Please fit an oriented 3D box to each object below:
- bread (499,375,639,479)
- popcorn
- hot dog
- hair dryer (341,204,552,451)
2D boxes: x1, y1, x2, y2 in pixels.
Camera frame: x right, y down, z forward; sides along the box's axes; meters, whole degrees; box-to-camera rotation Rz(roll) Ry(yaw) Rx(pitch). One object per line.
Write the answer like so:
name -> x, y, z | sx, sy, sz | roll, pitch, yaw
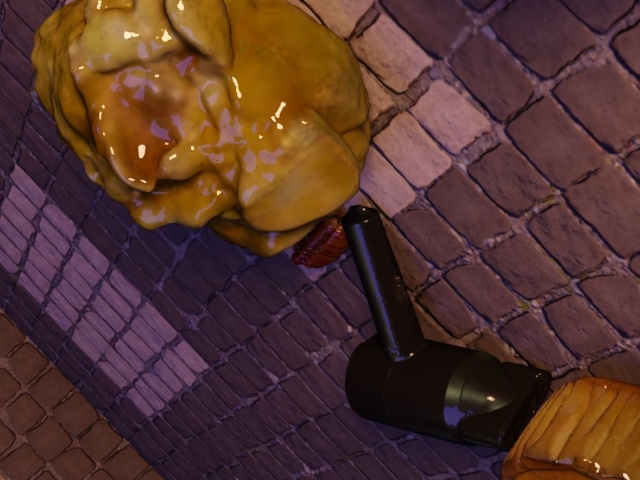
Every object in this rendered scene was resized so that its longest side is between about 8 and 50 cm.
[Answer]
bread -> 0.318, 0.265, 1.140 | 0.227, 0.142, 0.253 | 1, 128, 50
popcorn -> -0.105, -0.151, 1.104 | 0.334, 0.293, 0.292 | 29, 119, -28
hot dog -> -0.001, 0.001, 1.336 | 0.062, 0.038, 0.144 | 46, 151, 0
hair dryer -> 0.119, 0.096, 1.250 | 0.244, 0.116, 0.302 | 3, 123, 48
